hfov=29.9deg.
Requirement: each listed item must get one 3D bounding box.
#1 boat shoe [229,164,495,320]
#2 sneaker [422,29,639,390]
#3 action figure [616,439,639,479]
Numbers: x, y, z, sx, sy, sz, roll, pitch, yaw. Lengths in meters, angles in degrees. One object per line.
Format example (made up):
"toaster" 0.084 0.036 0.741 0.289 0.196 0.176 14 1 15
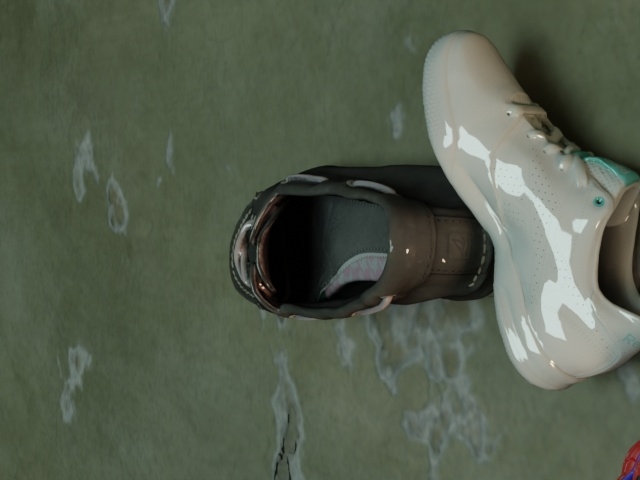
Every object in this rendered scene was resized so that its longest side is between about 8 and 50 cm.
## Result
"boat shoe" 0.000 0.000 0.830 0.335 0.095 0.112 -6 87 58
"sneaker" 0.128 -0.031 0.657 0.094 0.080 0.212 -31 72 42
"action figure" 0.146 0.197 0.575 0.091 0.139 0.280 9 97 57
